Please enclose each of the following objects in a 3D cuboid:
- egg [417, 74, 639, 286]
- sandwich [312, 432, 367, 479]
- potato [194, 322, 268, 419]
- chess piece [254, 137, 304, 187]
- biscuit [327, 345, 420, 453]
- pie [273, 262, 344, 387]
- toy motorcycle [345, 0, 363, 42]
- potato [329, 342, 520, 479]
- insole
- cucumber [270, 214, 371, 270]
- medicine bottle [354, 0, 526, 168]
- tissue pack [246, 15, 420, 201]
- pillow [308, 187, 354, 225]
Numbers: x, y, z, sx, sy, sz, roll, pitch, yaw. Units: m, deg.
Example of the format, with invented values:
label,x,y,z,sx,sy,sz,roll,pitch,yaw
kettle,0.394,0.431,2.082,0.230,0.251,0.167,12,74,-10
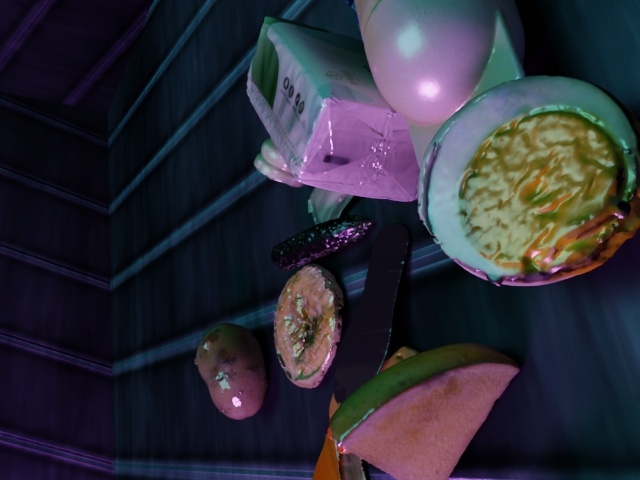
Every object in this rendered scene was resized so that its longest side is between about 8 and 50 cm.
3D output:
label,x,y,z,sx,sy,sz,roll,pitch,yaw
egg,0.289,-0.067,0.961,0.286,0.174,0.264,-24,67,32
sandwich,0.017,0.496,1.414,0.212,0.063,0.245,-46,43,49
potato,-0.208,0.309,1.786,0.262,0.165,0.165,56,131,43
chess piece,-0.047,-0.255,1.671,0.243,0.133,0.133,-65,33,17
biscuit,0.093,0.278,1.286,0.225,0.036,0.166,-34,53,30
pie,-0.028,0.180,1.581,0.274,0.055,0.274,-22,65,58
toy motorcycle,0.111,-0.420,1.413,0.076,0.114,0.205,-57,38,40
potato,0.176,0.237,1.112,0.255,0.269,0.112,-42,40,11
insole,0.094,0.133,1.332,0.119,0.009,0.348,2,71,48
cucumber,-0.001,-0.001,1.541,0.300,0.072,0.072,-25,62,50
medicine bottle,0.181,-0.325,1.133,0.236,0.235,0.406,-47,44,47
tissue pack,0.035,-0.247,1.352,0.194,0.266,0.356,-66,33,28
pillow,0.035,-0.110,1.552,0.233,0.038,0.131,-56,40,41
